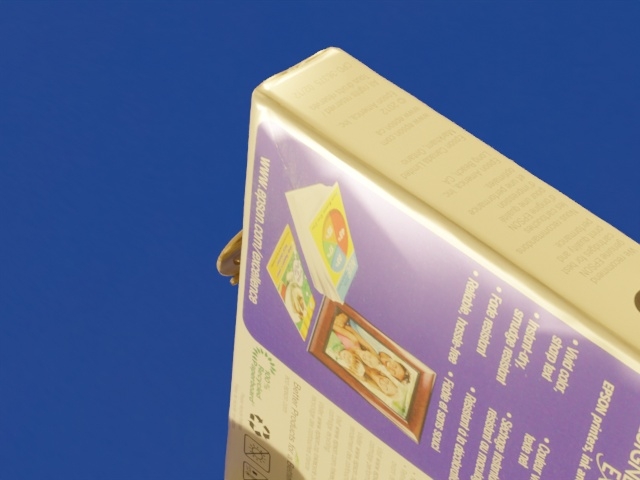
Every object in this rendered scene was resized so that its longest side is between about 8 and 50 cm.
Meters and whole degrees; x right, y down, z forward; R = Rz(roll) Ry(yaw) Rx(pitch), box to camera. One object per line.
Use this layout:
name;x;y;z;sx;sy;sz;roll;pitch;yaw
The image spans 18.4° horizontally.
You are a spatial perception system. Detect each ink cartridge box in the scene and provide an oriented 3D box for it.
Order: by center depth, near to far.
ink cartridge box;0.058;0.072;0.613;0.045;0.208;0.206;-35;-31;-32

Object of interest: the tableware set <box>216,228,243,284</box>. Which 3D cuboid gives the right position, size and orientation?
tableware set;0.000;0.000;1.235;0.141;0.168;0.020;-33;-109;-12
